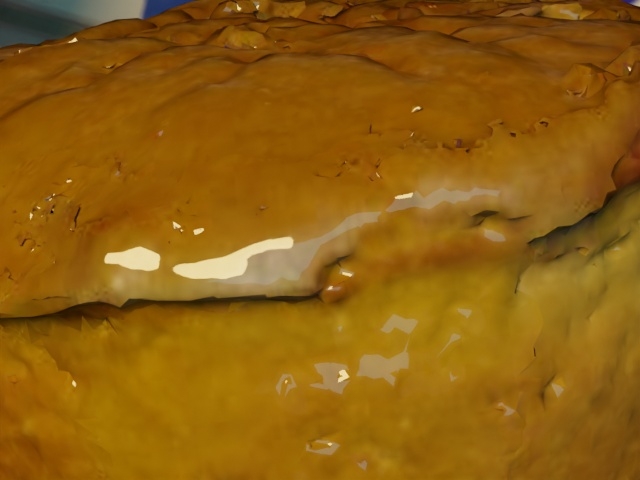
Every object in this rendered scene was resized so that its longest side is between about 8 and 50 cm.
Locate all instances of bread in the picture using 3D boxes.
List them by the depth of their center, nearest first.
[{"bbox_3d":[0.000,0.000,0.607,0.398,0.398,0.215,-8,105,-11],"label":"bread"}]
